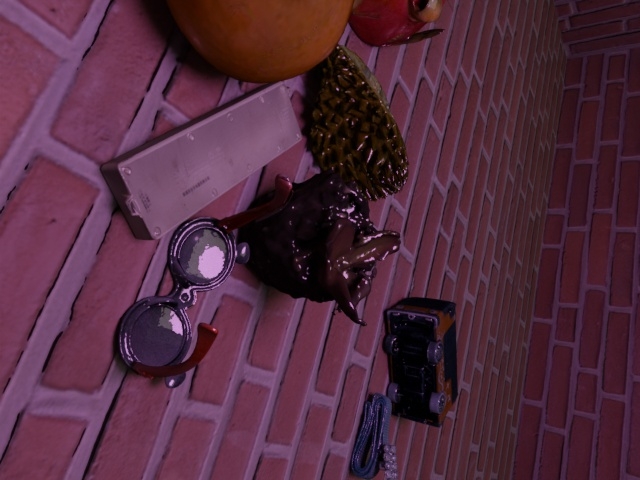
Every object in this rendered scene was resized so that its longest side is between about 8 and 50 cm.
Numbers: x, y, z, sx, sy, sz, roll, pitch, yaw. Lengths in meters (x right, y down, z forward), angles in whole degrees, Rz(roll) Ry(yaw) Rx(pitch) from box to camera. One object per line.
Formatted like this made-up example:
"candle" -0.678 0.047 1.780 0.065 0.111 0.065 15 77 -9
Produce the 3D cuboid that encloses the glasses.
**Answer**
"glasses" -0.115 0.058 0.575 0.118 0.268 0.234 40 60 -25

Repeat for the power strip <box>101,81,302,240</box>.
"power strip" -0.141 -0.131 0.707 0.367 0.043 0.106 -44 126 -43

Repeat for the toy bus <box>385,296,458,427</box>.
"toy bus" 0.249 0.279 1.185 0.167 0.138 0.275 -24 112 -53

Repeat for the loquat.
"loquat" -0.079 -0.339 0.631 0.263 0.263 0.263 -4 95 -54

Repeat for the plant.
"plant" 0.000 0.000 0.758 0.204 0.234 0.178 -54 127 -29

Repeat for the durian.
"durian" 0.085 -0.194 0.966 0.394 0.163 0.198 41 33 -54

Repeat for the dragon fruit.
"dragon fruit" 0.170 -0.550 0.987 0.290 0.189 0.291 -6 97 -54

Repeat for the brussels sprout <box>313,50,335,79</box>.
"brussels sprout" 0.019 -0.330 0.908 0.085 0.058 0.085 -12 109 -37

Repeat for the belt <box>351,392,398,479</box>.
"belt" 0.129 0.425 1.063 0.065 0.100 0.179 39 58 -52
